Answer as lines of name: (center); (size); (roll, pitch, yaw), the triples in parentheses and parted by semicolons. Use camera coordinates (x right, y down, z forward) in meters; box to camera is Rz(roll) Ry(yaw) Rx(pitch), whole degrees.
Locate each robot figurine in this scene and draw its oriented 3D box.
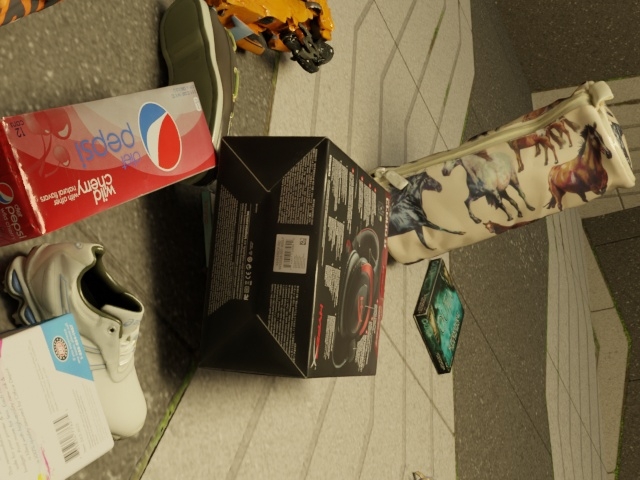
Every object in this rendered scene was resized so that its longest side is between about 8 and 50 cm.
robot figurine: (-0.074, -0.322, 1.071); (0.291, 0.085, 0.211); (3, 74, -64)

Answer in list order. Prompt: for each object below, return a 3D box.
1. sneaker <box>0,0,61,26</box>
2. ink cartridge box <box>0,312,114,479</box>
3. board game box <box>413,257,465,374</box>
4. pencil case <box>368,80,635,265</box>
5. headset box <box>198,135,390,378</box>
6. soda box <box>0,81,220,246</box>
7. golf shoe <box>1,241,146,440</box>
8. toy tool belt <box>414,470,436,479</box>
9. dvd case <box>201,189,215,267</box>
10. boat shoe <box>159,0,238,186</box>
sneaker: (-0.221, -0.195, 0.551); (0.321, 0.180, 0.124); (-68, 140, -58)
ink cartridge box: (-0.221, 0.122, 0.534); (0.181, 0.061, 0.104); (-24, 98, -66)
board game box: (0.212, 0.130, 1.489); (0.126, 0.026, 0.186); (65, 26, -22)
pencil case: (0.258, -0.096, 1.259); (0.183, 0.410, 0.160); (40, 40, -42)
headset box: (-0.009, 0.031, 0.883); (0.293, 0.110, 0.218); (24, 70, -71)
soda box: (-0.186, -0.065, 0.678); (0.263, 0.092, 0.083); (-38, 113, -64)
golf shoe: (-0.167, 0.080, 0.647); (0.176, 0.086, 0.069); (66, 24, -23)
toy tool belt: (0.145, 0.361, 1.203); (0.051, 0.052, 0.083); (45, 20, 9)
dvd case: (-0.091, 0.001, 0.938); (0.119, 0.013, 0.087); (27, 52, -60)
boat shoe: (-0.119, -0.152, 0.881); (0.069, 0.081, 0.227); (31, 47, -51)
